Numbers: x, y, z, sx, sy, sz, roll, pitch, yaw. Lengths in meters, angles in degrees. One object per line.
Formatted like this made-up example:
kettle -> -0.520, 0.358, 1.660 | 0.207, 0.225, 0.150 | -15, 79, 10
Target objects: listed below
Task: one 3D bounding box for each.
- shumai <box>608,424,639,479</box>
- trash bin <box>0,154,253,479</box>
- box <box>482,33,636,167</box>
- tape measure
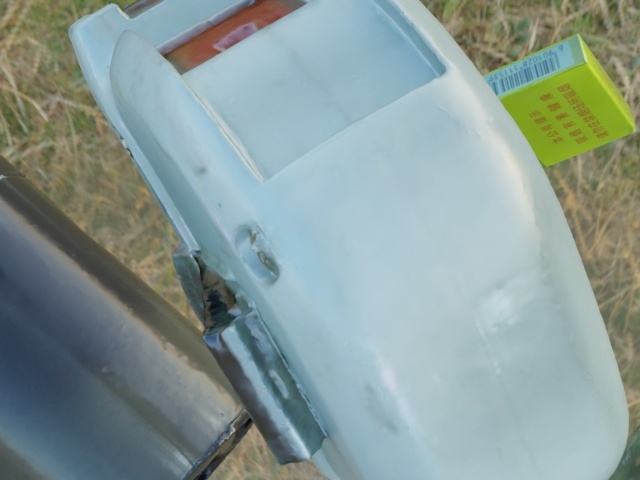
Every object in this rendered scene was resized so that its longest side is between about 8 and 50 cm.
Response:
shumai -> 0.253, 0.283, 0.484 | 0.397, 0.324, 0.323 | 51, 44, -3
trash bin -> -0.214, 0.103, 0.883 | 0.301, 0.203, 0.252 | 39, 59, 4
box -> 0.187, -0.122, 1.325 | 0.334, 0.187, 0.047 | -21, 61, 25
tape measure -> 0.000, 0.000, 0.453 | 0.125, 0.246, 0.243 | -32, 107, -8
